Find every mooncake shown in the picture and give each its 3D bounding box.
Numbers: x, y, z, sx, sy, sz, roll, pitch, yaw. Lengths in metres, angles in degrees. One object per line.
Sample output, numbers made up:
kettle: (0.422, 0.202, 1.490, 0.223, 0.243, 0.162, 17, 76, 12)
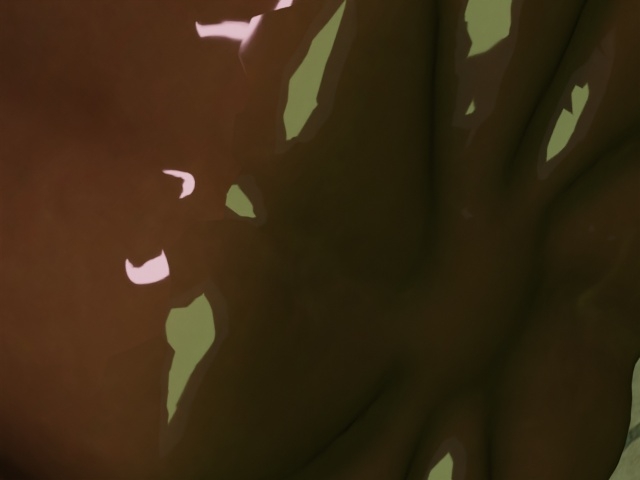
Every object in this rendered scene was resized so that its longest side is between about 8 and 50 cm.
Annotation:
mooncake: (0.000, 0.000, 0.580, 0.378, 0.201, 0.378, -28, 132, -36)
